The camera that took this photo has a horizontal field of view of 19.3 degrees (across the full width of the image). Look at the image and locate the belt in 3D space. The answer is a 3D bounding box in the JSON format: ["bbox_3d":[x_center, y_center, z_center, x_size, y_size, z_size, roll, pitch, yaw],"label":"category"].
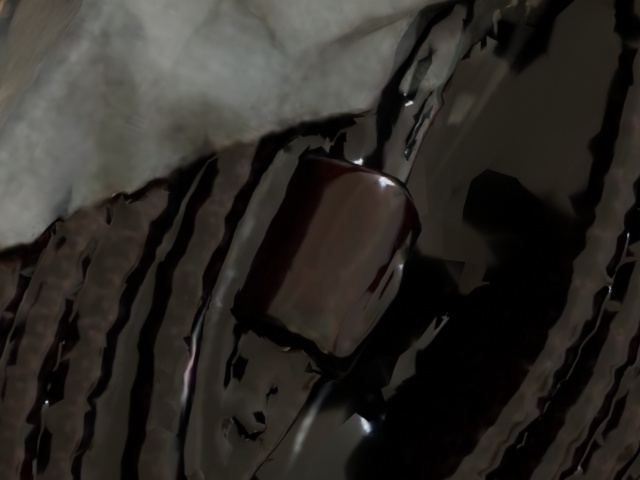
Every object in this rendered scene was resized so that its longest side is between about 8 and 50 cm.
[{"bbox_3d":[0.000,0.000,0.434,0.184,0.164,0.289,30,85,-12],"label":"belt"}]
